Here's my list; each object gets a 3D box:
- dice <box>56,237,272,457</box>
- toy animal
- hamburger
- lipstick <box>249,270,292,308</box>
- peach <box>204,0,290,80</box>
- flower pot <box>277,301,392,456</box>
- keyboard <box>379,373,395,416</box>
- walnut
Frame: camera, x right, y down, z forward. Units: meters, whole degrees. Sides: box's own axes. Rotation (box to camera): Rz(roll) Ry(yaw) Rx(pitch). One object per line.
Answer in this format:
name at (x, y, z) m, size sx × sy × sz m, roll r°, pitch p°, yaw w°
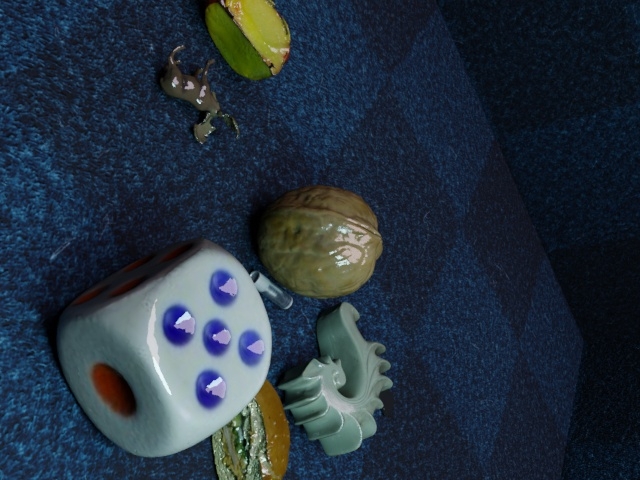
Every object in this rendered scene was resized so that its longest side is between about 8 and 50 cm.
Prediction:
dice at (-0.283, 0.194, 1.299) m, size 0.304 × 0.277 × 0.304 m, roll -41°, pitch 112°, yaw -49°
toy animal at (-0.282, -0.329, 1.610) m, size 0.214 × 0.094 × 0.186 m, roll 14°, pitch 65°, yaw -44°
hamburger at (-0.144, 0.415, 1.536) m, size 0.156 × 0.144 × 0.283 m, roll 0°, pitch 79°, yaw -54°
lipstick at (-0.123, 0.125, 1.729) m, size 0.141 × 0.040 × 0.040 m, roll 43°, pitch 49°, yaw -40°
peach at (-0.192, -0.533, 1.721) m, size 0.267 × 0.154 × 0.159 m, roll 49°, pitch 53°, yaw -21°
flower pot at (0.057, 0.352, 1.800) m, size 0.254 × 0.164 × 0.367 m, roll 49°, pitch 39°, yaw -12°
keyboard at (0.173, 0.428, 2.072) m, size 0.074 × 0.015 × 0.196 m, roll -48°, pitch 119°, yaw -52°
walnut at (0.001, 0.001, 1.705) m, size 0.277 × 0.313 × 0.252 m, roll -59°, pitch 144°, yaw -52°
